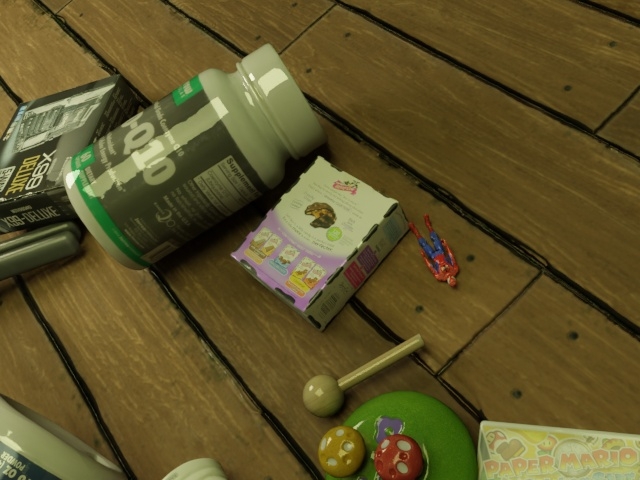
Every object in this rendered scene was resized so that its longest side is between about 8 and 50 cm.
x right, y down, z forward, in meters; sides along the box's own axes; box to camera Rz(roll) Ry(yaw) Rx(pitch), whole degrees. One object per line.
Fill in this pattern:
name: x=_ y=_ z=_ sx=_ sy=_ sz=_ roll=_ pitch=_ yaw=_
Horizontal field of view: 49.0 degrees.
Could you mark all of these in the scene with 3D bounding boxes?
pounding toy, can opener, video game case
pounding toy: x=0.059 y=0.218 z=0.773 sx=0.182 sy=0.110 sz=0.237 roll=-31 pitch=49 yaw=15
can opener: x=-0.541 y=0.054 z=1.214 sx=0.283 sy=0.095 sz=0.076 roll=-19 pitch=38 yaw=0
video game case: x=0.263 y=0.292 z=0.697 sx=0.226 sy=0.026 sz=0.207 roll=-1 pitch=59 yaw=25

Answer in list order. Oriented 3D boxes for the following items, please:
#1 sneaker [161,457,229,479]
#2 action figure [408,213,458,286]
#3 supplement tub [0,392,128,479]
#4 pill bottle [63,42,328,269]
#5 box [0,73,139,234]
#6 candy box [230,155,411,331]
sneaker: x=-0.194 y=0.398 z=0.787 sx=0.152 sy=0.114 sz=0.305 roll=32 pitch=77 yaw=38
action figure: x=0.152 y=0.016 z=0.928 sx=0.038 sy=0.030 sz=0.115 roll=-26 pitch=54 yaw=2
supplement tub: x=-0.406 y=0.366 z=0.830 sx=0.228 sy=0.228 sz=0.316 roll=19 pitch=66 yaw=33
pill bottle: x=-0.183 y=-0.129 z=1.068 sx=0.361 sy=0.204 sz=0.204 roll=-32 pitch=51 yaw=3
box: x=-0.487 y=-0.157 z=1.283 sx=0.242 sy=0.077 sz=0.308 roll=-11 pitch=46 yaw=20
candy box: x=0.000 y=0.000 z=0.982 sx=0.196 sy=0.070 sz=0.164 roll=-48 pitch=52 yaw=-9
